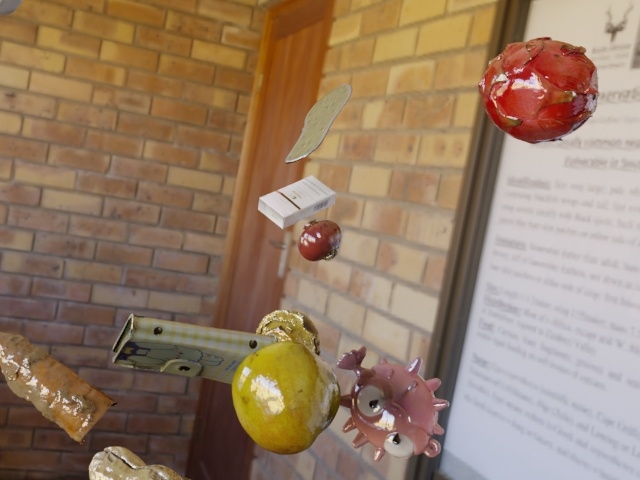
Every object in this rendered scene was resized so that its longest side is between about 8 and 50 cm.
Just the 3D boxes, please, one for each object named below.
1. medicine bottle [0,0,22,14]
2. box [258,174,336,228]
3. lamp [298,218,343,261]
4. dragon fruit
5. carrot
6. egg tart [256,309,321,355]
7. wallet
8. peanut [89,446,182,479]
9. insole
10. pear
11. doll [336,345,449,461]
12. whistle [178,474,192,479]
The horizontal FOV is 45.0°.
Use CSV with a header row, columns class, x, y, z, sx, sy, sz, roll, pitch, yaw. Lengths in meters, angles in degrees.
class,x,y,z,sx,sy,sz,roll,pitch,yaw
medicine bottle,-0.549,-0.544,1.357,0.161,0.296,0.111,49,33,0
box,-0.049,-0.086,1.685,0.154,0.040,0.084,-27,54,-34
lamp,0.000,0.000,1.609,0.090,0.101,0.101,53,14,11
dragon fruit,0.469,-0.322,1.660,0.252,0.241,0.241,23,5,10
carrot,-0.483,0.240,1.351,0.263,0.102,0.102,41,3,0
egg tart,-0.118,0.347,2.615,0.241,0.241,0.106,12,12,21
wallet,-0.270,0.232,1.632,0.310,0.077,0.223,12,-29,-22
peanut,-0.405,0.559,1.742,0.290,0.130,0.130,16,5,25
insole,0.000,-0.231,1.474,0.109,0.007,0.322,-22,25,29
pear,-0.060,0.275,1.358,0.200,0.200,0.200,10,3,-1
doll,0.133,0.315,1.496,0.262,0.211,0.093,53,-2,20
whistle,-0.355,0.663,2.047,0.057,0.068,0.326,47,-1,35
